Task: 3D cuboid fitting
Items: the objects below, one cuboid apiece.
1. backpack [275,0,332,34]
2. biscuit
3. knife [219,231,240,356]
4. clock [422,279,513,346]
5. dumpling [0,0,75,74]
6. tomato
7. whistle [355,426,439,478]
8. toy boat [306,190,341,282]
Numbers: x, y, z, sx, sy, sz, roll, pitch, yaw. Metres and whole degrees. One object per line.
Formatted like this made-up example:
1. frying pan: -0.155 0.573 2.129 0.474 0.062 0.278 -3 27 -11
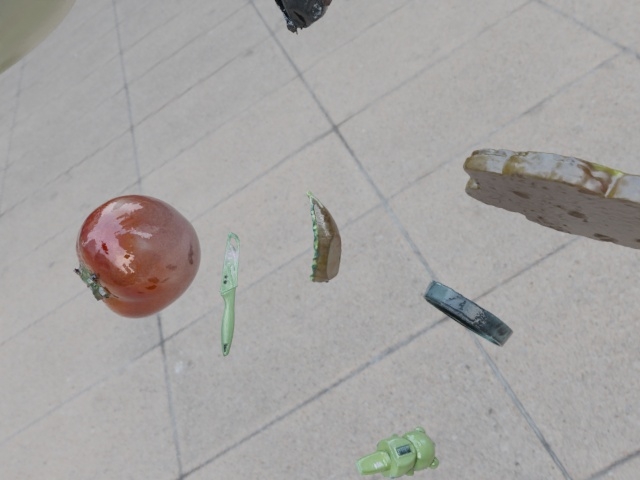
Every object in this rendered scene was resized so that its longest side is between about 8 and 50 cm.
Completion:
1. backpack: -0.039 -0.457 1.099 0.106 0.165 0.120 -14 36 16
2. biscuit: 0.275 -0.046 0.689 0.290 0.209 0.041 18 84 53
3. knife: -0.151 0.089 1.041 0.014 0.030 0.207 -160 75 -70
4. clock: 0.343 0.173 1.499 0.226 0.226 0.049 28 84 47
5. dumpling: -0.278 -0.218 0.333 0.395 0.315 0.233 -18 42 2
6. tomato: -0.463 0.033 1.645 0.322 0.321 0.321 -20 43 20
7. whistle: 0.181 0.503 1.483 0.228 0.085 0.105 -6 56 -30
8. toy boat: 0.009 0.001 1.834 0.099 0.292 0.108 18 37 33
